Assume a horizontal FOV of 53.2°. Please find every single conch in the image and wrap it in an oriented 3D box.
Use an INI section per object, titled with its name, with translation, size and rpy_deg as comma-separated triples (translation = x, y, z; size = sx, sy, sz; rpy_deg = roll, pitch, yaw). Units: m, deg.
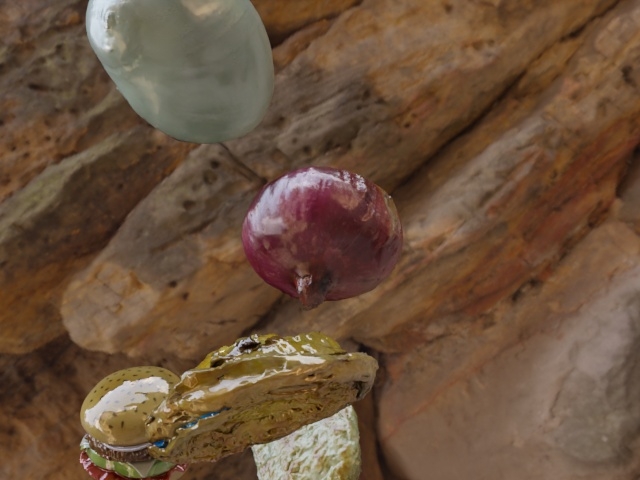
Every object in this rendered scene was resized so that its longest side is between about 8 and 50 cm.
[conch]
translation = -0.141, -0.204, 0.690
size = 0.185, 0.221, 0.121
rpy_deg = -64, 22, 2

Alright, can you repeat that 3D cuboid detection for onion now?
[onion]
translation = 0.000, 0.000, 0.419
size = 0.107, 0.107, 0.097
rpy_deg = 130, 149, -53

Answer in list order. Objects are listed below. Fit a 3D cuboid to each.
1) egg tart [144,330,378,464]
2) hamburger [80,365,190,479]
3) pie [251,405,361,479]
[egg tart]
translation = -0.077, 0.177, 0.764
size = 0.291, 0.107, 0.291
rpy_deg = -17, -26, -8
[hamburger]
translation = -0.252, 0.253, 0.890
size = 0.175, 0.175, 0.137
rpy_deg = -52, -32, -54
[pie]
translation = -0.016, 0.339, 1.067
size = 0.201, 0.090, 0.248
rpy_deg = -36, 41, 9
